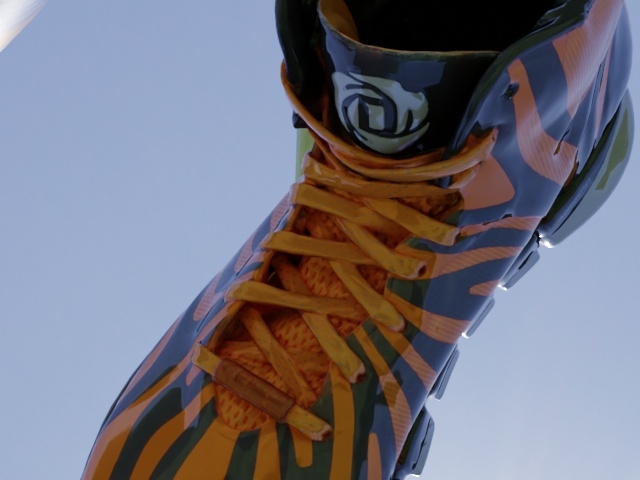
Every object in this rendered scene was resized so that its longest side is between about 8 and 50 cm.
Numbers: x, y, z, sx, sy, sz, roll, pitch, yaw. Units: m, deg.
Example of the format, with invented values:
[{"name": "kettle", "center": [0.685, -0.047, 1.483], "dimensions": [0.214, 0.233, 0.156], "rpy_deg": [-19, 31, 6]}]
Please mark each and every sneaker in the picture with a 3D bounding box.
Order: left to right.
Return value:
[{"name": "sneaker", "center": [0.000, 0.000, 0.635], "dimensions": [0.124, 0.180, 0.321], "rpy_deg": [27, -109, 20]}]

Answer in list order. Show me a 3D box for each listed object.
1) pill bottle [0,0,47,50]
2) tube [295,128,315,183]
[{"name": "pill bottle", "center": [-0.077, -0.164, 0.420], "dimensions": [0.152, 0.272, 0.152], "rpy_deg": [20, -130, -26]}, {"name": "tube", "center": [0.020, -0.104, 0.847], "dimensions": [0.070, 0.062, 0.240], "rpy_deg": [-2, -99, 4]}]
